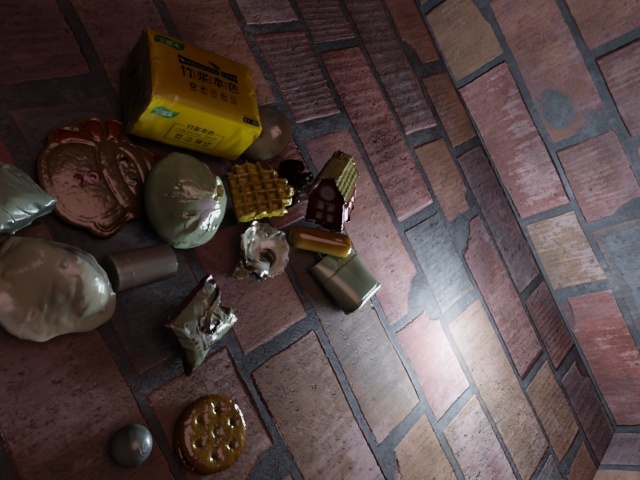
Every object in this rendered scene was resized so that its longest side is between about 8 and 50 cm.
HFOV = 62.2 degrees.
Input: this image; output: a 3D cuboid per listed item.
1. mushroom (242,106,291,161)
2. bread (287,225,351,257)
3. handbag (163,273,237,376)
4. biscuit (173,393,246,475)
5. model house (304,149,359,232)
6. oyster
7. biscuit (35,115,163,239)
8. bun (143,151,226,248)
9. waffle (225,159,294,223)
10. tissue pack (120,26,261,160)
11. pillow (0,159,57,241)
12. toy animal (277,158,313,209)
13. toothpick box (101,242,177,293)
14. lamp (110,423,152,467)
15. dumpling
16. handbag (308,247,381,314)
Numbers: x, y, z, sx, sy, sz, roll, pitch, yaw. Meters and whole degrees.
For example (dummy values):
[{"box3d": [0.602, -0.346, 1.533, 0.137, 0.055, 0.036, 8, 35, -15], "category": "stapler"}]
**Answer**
[{"box3d": [-0.192, -0.365, 1.903, 0.215, 0.207, 0.207, 48, 39, -63], "category": "mushroom"}, {"box3d": [0.000, 0.000, 1.948, 0.239, 0.074, 0.093, 11, 62, -19], "category": "bread"}, {"box3d": [-0.352, 0.245, 1.556, 0.235, 0.127, 0.213, -52, 136, -40], "category": "handbag"}, {"box3d": [-0.313, 0.555, 1.525, 0.220, 0.066, 0.220, 19, 59, -36], "category": "biscuit"}, {"box3d": [0.045, -0.193, 1.948, 0.160, 0.254, 0.196, 15, 40, 14], "category": "model house"}, {"box3d": [-0.198, 0.041, 1.801, 0.223, 0.083, 0.214, 19, 66, -40], "category": "oyster"}, {"box3d": [-0.619, -0.192, 1.542, 0.381, 0.074, 0.359, -22, 91, -40], "category": "biscuit"}, {"box3d": [-0.379, -0.123, 1.595, 0.293, 0.187, 0.293, 22, 64, -57], "category": "bun"}, {"box3d": [-0.201, -0.179, 1.817, 0.219, 0.057, 0.229, -9, 66, -16], "category": "waffle"}, {"box3d": [-0.407, -0.452, 1.684, 0.382, 0.228, 0.293, 9, 58, -38], "category": "tissue pack"}, {"box3d": [-0.847, -0.097, 1.253, 0.283, 0.138, 0.310, 39, 47, -1], "category": "pillow"}, {"box3d": [-0.114, -0.211, 1.895, 0.116, 0.179, 0.218, 26, 65, -31], "category": "toy animal"}, {"box3d": [-0.511, 0.076, 1.499, 0.180, 0.111, 0.111, -15, 85, -44], "category": "toothpick box"}, {"box3d": [-0.485, 0.527, 1.362, 0.105, 0.105, 0.105, 15, 65, -36], "category": "lamp"}, {"box3d": [-0.656, 0.130, 1.300, 0.318, 0.187, 0.243, 41, 46, -23], "category": "dumpling"}, {"box3d": [0.072, 0.113, 2.025, 0.315, 0.109, 0.241, 49, 47, 2], "category": "handbag"}]
